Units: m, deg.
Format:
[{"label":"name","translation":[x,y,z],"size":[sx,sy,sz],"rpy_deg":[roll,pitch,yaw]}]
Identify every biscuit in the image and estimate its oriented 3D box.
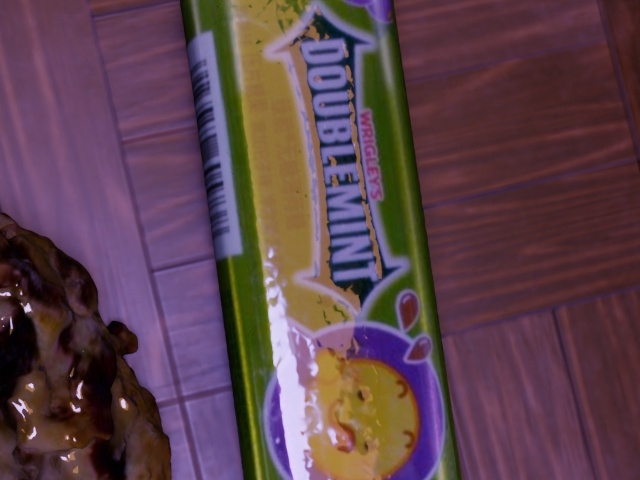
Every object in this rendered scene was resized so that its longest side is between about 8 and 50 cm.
[{"label":"biscuit","translation":[-0.204,0.108,0.837],"size":[0.334,0.081,0.289],"rpy_deg":[35,57,-37]}]

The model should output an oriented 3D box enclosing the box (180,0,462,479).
[{"label":"box","translation":[0.000,0.000,0.954],"size":[0.134,0.097,0.346],"rpy_deg":[-6,85,-11]}]
